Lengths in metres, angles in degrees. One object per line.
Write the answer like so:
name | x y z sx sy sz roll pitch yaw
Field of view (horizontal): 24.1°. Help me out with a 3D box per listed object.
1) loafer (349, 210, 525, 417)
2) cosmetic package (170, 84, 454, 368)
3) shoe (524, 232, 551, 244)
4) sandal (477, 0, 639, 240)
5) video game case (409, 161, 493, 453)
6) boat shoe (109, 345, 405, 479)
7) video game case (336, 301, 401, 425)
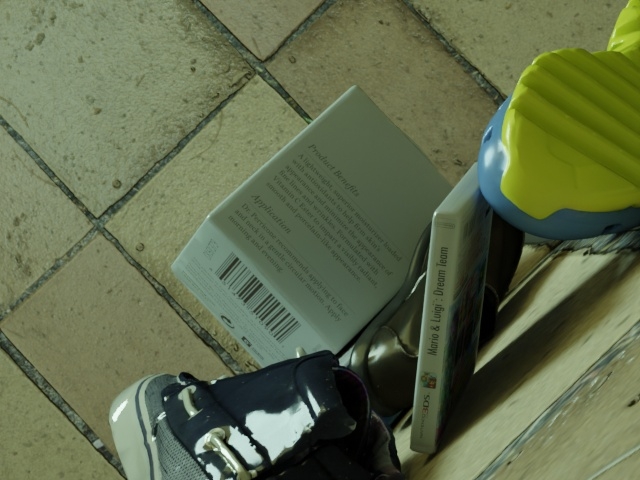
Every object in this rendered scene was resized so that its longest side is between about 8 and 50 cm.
loafer | 0.105 0.045 1.092 0.078 0.080 0.220 -12 33 43
cosmetic package | 0.000 0.000 1.257 0.184 0.151 0.151 -42 -1 -25
shoe | 0.220 -0.068 1.213 0.178 0.063 0.081 -45 0 26
sandal | 0.182 -0.059 0.982 0.138 0.126 0.317 -52 -12 33
video game case | 0.082 0.036 0.906 0.157 0.019 0.143 -43 -40 -71
boat shoe | -0.038 0.130 0.951 0.158 0.127 0.340 -38 16 1
video game case | 0.003 0.142 1.209 0.244 0.061 0.269 -42 1 45
